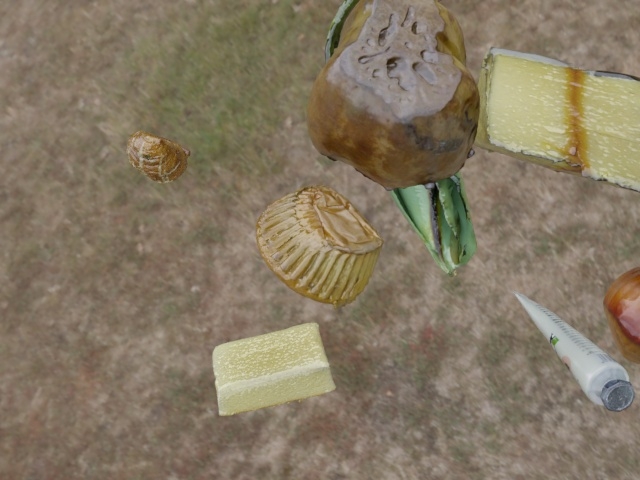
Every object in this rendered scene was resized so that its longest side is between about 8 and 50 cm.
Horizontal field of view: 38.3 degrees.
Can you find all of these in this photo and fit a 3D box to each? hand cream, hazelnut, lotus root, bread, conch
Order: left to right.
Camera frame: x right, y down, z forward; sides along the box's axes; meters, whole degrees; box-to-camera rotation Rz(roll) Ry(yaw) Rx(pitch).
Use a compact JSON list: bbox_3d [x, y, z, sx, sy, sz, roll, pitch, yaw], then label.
[{"bbox_3d":[-0.277,-0.140,1.567,0.233,0.105,0.076,-126,57,-81],"label":"bread"},{"bbox_3d":[-0.079,0.207,1.483,0.188,0.068,0.125,-14,33,-2],"label":"bread"},{"bbox_3d":[-0.003,0.001,1.655,0.139,0.240,0.240,-60,40,37],"label":"bread"},{"bbox_3d":[0.140,-0.253,1.482,0.316,0.250,0.316,0,77,1],"label":"lotus root"},{"bbox_3d":[0.217,-0.073,1.719,0.143,0.137,0.250,-37,67,21],"label":"conch"},{"bbox_3d":[0.431,-0.222,1.599,0.346,0.405,0.242,15,93,9],"label":"bread"},{"bbox_3d":[0.294,0.124,1.078,0.050,0.080,0.234,-52,21,11],"label":"hand cream"},{"bbox_3d":[0.541,0.118,1.444,0.182,0.182,0.182,-15,57,25],"label":"hazelnut"}]

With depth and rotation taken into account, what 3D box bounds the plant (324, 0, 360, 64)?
[{"bbox_3d":[0.071,-0.455,1.660,0.333,0.180,0.251,-39,77,15],"label":"plant"}]
